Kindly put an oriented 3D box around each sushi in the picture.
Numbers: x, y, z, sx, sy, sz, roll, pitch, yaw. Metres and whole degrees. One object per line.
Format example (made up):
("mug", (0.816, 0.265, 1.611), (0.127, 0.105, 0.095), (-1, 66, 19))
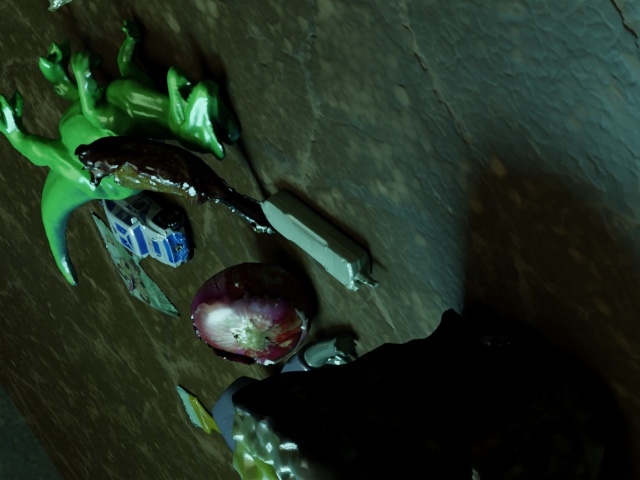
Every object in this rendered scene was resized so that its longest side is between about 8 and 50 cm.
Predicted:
("sushi", (0.090, 0.245, 1.405), (0.281, 0.294, 0.299), (44, 146, 42))

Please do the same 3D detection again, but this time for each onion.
("onion", (-0.084, 0.073, 1.796), (0.140, 0.150, 0.150), (-92, -9, -49))

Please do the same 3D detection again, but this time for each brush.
("brush", (-0.165, 0.304, 2.369), (0.218, 0.010, 0.082), (23, 141, 49))

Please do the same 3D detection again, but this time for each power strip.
("power strip", (0.000, 0.000, 1.620), (0.191, 0.030, 0.047), (38, 150, 34))

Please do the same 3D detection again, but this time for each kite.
("kite", (-0.288, 0.035, 2.239), (0.229, 0.012, 0.250), (48, 155, 11))

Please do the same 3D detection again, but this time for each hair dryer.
("hair dryer", (0.004, 0.233, 1.861), (0.301, 0.121, 0.361), (37, 147, 16))

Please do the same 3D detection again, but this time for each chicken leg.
("chicken leg", (-0.164, -0.067, 1.682), (0.253, 0.051, 0.106), (19, 157, 0))

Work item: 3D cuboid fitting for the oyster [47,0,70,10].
("oyster", (-0.325, -0.333, 1.766), (0.177, 0.056, 0.105), (36, 143, 46))

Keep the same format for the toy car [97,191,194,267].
("toy car", (-0.248, -0.027, 2.003), (0.171, 0.070, 0.080), (35, 151, 36))

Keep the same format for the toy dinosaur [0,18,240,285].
("toy dinosaur", (-0.233, -0.072, 1.856), (0.374, 0.144, 0.500), (24, 143, 27))
